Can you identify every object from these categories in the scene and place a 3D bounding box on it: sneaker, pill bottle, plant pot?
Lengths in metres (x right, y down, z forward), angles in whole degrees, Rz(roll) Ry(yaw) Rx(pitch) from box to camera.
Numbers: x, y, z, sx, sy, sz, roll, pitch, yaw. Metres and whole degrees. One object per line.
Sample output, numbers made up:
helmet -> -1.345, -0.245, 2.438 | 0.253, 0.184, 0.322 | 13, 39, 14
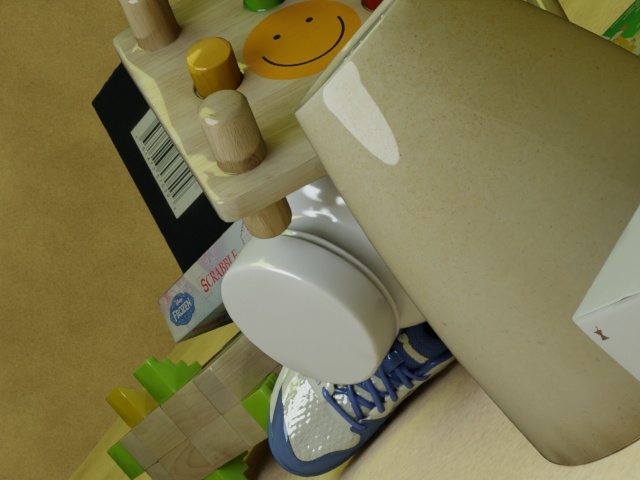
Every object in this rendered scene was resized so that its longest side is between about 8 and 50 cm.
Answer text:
sneaker -> 0.059, 0.095, 1.247 | 0.296, 0.112, 0.131 | -51, 8, 0
pill bottle -> 0.059, -0.050, 1.161 | 0.334, 0.188, 0.188 | -57, 10, -32
plant pot -> 0.127, -0.042, 0.888 | 0.256, 0.274, 0.256 | -49, 7, 8

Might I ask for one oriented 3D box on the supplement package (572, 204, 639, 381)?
supplement package -> 0.233, -0.003, 0.716 | 0.179, 0.105, 0.105 | -53, 9, -27

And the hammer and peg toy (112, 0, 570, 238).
hammer and peg toy -> 0.039, -0.169, 1.056 | 0.361, 0.127, 0.266 | -28, 44, -7

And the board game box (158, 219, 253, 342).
board game box -> 0.000, 0.000, 1.670 | 0.318, 0.066, 0.318 | -19, -12, -34

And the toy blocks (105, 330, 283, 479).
toy blocks -> -0.069, 0.150, 1.604 | 0.261, 0.191, 0.381 | -42, 1, -36

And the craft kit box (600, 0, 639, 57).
craft kit box -> 0.281, -0.146, 1.294 | 0.250, 0.061, 0.246 | -47, 9, -1

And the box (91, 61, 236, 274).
box -> -0.048, -0.151, 1.853 | 0.395, 0.293, 0.212 | -18, -17, -44
